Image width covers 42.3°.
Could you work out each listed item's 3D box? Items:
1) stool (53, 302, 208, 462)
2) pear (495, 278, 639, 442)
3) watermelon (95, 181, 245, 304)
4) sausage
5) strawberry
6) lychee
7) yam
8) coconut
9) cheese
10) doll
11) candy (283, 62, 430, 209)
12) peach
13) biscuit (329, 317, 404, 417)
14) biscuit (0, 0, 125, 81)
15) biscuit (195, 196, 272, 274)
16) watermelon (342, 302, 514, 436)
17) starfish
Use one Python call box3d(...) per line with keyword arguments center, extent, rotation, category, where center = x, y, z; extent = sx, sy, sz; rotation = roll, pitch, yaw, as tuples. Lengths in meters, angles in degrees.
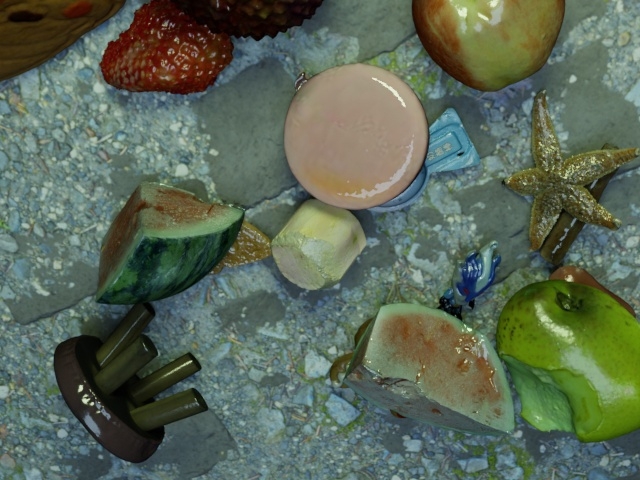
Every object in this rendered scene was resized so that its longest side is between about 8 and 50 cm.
box3d(center=(-0.346, 0.258, 1.545), extent=(0.178, 0.272, 0.272), rotation=(-36, 110, 2), category="stool")
box3d(center=(0.440, 0.205, 1.478), extent=(0.176, 0.286, 0.282), rotation=(-42, 115, -30), category="pear")
box3d(center=(-0.293, -0.004, 1.429), extent=(0.201, 0.261, 0.213), rotation=(46, 115, 14), category="watermelon")
box3d(center=(0.509, 0.114, 1.552), extent=(0.194, 0.077, 0.077), rotation=(35, 110, -15), category="sausage")
box3d(center=(-0.251, -0.302, 1.357), extent=(0.175, 0.107, 0.236), rotation=(41, 109, -16), category="strawberry")
box3d(center=(-0.111, -0.442, 1.196), extent=(0.306, 0.330, 0.306), rotation=(8, 107, 29), category="lychee")
box3d(center=(0.466, -0.061, 1.482), extent=(0.057, 0.057, 0.241), rotation=(21, 112, -8), category="yam")
box3d(center=(0.000, 0.000, 1.473), extent=(0.147, 0.153, 0.147), rotation=(25, 142, 21), category="coconut")
box3d(center=(0.150, -0.130, 1.458), extent=(0.244, 0.052, 0.135), rotation=(-27, 114, 12), category="cheese")
box3d(center=(0.277, 0.075, 1.543), extent=(0.096, 0.070, 0.195), rotation=(8, 125, -28), category="doll")
box3d(center=(0.056, -0.178, 1.382), extent=(0.255, 0.094, 0.255), rotation=(1, 96, 12), category="candy")
box3d(center=(0.266, -0.342, 1.277), extent=(0.232, 0.232, 0.256), rotation=(-35, 147, 16), category="peach")
box3d(center=(0.182, 0.272, 1.646), extent=(0.301, 0.049, 0.197), rotation=(26, 115, -11), category="biscuit")
box3d(center=(-0.448, -0.361, 1.224), extent=(0.455, 0.350, 0.078), rotation=(-32, 82, 30), category="biscuit")
box3d(center=(-0.207, -0.004, 1.531), extent=(0.250, 0.035, 0.162), rotation=(11, 118, 1), category="biscuit")
box3d(center=(0.209, 0.256, 1.520), extent=(0.305, 0.180, 0.224), rotation=(25, 110, -3), category="watermelon")
box3d(center=(0.432, -0.114, 1.436), extent=(0.231, 0.048, 0.295), rotation=(6, 106, 30), category="starfish")
